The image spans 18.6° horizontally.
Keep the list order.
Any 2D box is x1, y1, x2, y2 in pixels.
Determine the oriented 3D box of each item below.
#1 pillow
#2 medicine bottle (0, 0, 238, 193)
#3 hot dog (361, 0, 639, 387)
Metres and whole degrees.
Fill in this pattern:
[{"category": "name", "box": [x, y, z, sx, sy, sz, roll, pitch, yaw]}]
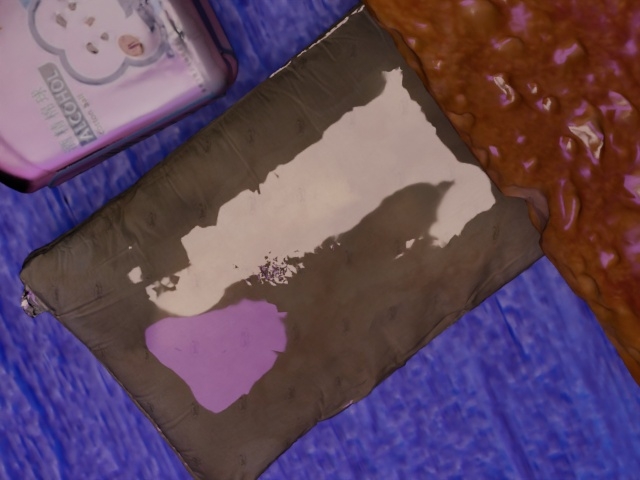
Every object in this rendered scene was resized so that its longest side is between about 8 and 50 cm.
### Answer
[{"category": "pillow", "box": [0.000, 0.000, 1.062, 0.302, 0.075, 0.185, -37, 101, 6]}, {"category": "medicine bottle", "box": [-0.150, -0.091, 1.037, 0.188, 0.094, 0.119, -27, 97, 6]}, {"category": "hot dog", "box": [0.185, -0.100, 0.946, 0.223, 0.185, 0.405, -29, 101, 45]}]
